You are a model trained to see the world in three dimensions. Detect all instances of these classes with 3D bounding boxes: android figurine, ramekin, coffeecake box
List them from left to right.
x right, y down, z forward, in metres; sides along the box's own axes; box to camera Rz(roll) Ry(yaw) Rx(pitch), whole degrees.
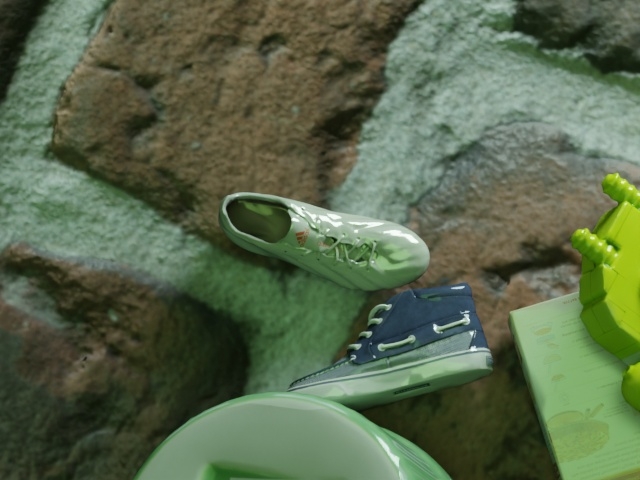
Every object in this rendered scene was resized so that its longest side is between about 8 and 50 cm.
[{"bbox_3d":[-0.027,0.271,1.273,0.303,0.148,0.303,-8,63,16],"label":"ramekin"},{"bbox_3d":[0.256,0.133,1.339,0.142,0.068,0.186,-17,77,3],"label":"coffeecake box"},{"bbox_3d":[0.326,0.054,1.296,0.273,0.056,0.248,39,63,-6],"label":"android figurine"}]

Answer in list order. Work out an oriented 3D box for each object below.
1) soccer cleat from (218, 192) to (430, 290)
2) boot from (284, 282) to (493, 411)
[{"bbox_3d":[0.000,0.000,1.399,0.196,0.076,0.068,13,81,10],"label":"soccer cleat"},{"bbox_3d":[0.053,0.098,1.385,0.190,0.069,0.086,-12,70,-2],"label":"boot"}]
